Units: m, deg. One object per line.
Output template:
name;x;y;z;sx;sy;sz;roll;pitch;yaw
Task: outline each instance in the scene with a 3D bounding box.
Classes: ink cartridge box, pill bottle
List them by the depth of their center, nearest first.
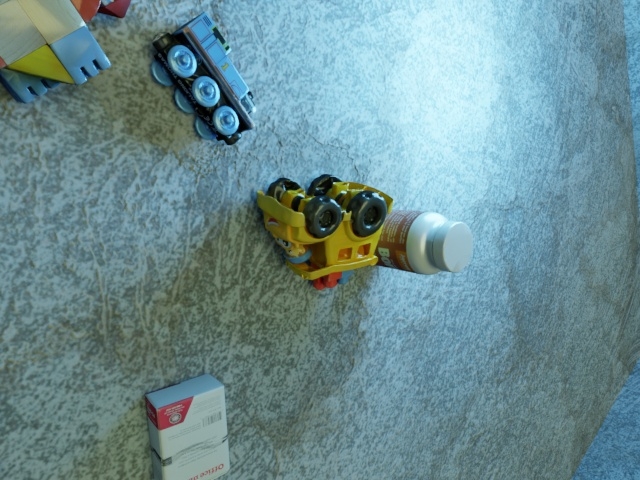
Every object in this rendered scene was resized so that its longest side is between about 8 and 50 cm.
ink cartridge box;-0.208;0.305;0.733;0.109;0.063;0.151;-9;102;-38
pill bottle;0.178;0.002;0.905;0.121;0.216;0.121;-6;100;-38

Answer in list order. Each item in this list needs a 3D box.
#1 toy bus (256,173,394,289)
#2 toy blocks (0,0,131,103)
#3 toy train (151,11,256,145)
toy bus;0.000;0.000;0.825;0.220;0.149;0.212;-9;117;-36
toy blocks;-0.346;-0.267;0.492;0.381;0.190;0.261;-46;133;-24
toy train;-0.164;-0.233;0.687;0.105;0.080;0.184;-54;125;-27
